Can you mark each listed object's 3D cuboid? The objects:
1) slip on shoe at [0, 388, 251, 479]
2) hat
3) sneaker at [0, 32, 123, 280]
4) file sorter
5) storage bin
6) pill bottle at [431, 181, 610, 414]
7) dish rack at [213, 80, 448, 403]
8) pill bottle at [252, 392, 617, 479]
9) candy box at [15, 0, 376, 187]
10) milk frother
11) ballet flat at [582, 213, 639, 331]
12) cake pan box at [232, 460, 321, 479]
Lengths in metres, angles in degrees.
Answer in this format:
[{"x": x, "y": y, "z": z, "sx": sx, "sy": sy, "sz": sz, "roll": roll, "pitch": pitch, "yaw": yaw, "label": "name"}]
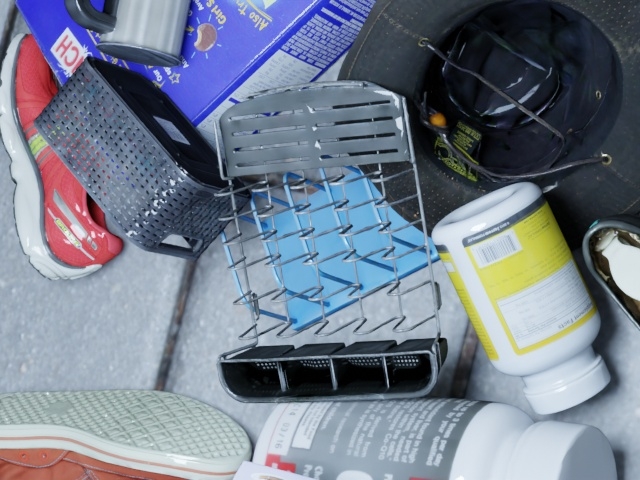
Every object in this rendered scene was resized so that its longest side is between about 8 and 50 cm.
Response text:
[{"x": -0.213, "y": 0.214, "z": 1.720, "sx": 0.331, "sy": 0.123, "sz": 0.101, "roll": -1, "pitch": 111, "yaw": 26, "label": "slip on shoe"}, {"x": 0.179, "y": -0.147, "z": 1.512, "sx": 0.331, "sy": 0.331, "sz": 0.134, "roll": -19, "pitch": 28, "yaw": 26, "label": "hat"}, {"x": -0.264, "y": -0.094, "z": 1.832, "sx": 0.118, "sy": 0.107, "sz": 0.279, "roll": -15, "pitch": 74, "yaw": 8, "label": "sneaker"}, {"x": 0.004, "y": -0.009, "z": 1.629, "sx": 0.170, "sy": 0.104, "sz": 0.118, "roll": -28, "pitch": 67, "yaw": 23, "label": "file sorter"}, {"x": -0.164, "y": -0.076, "z": 1.603, "sx": 0.084, "sy": 0.122, "sz": 0.180, "roll": -49, "pitch": 65, "yaw": 14, "label": "storage bin"}, {"x": 0.176, "y": 0.051, "z": 1.480, "sx": 0.103, "sy": 0.103, "sz": 0.184, "roll": -22, "pitch": 99, "yaw": 25, "label": "pill bottle"}, {"x": 0.000, "y": 0.000, "z": 1.500, "sx": 0.208, "sy": 0.074, "sz": 0.271, "roll": -5, "pitch": 100, "yaw": 24, "label": "dish rack"}, {"x": 0.097, "y": 0.214, "z": 1.488, "sx": 0.283, "sy": 0.161, "sz": 0.161, "roll": 2, "pitch": 80, "yaw": 32, "label": "pill bottle"}, {"x": -0.121, "y": -0.241, "z": 1.747, "sx": 0.317, "sy": 0.122, "sz": 0.268, "roll": -41, "pitch": 63, "yaw": 16, "label": "candy box"}, {"x": -0.189, "y": -0.242, "z": 1.670, "sx": 0.143, "sy": 0.129, "sz": 0.135, "roll": 169, "pitch": 113, "yaw": -74, "label": "milk frother"}, {"x": 0.310, "y": 0.082, "z": 1.428, "sx": 0.095, "sy": 0.096, "sz": 0.280, "roll": -50, "pitch": 59, "yaw": 12, "label": "ballet flat"}, {"x": 0.060, "y": 0.304, "z": 1.427, "sx": 0.267, "sy": 0.246, "sz": 0.070, "roll": 11, "pitch": 52, "yaw": 24, "label": "cake pan box"}]
